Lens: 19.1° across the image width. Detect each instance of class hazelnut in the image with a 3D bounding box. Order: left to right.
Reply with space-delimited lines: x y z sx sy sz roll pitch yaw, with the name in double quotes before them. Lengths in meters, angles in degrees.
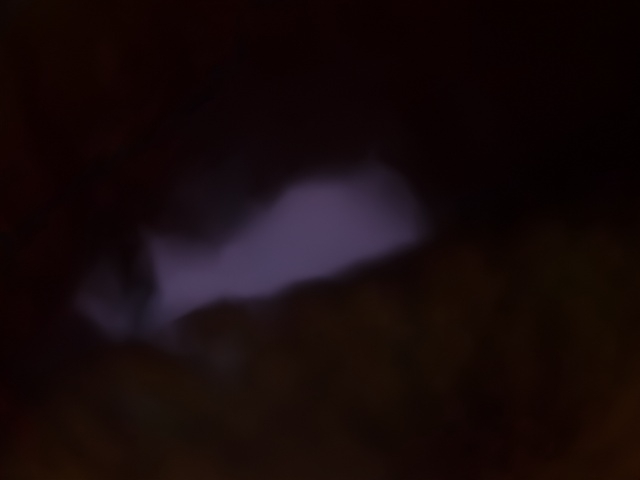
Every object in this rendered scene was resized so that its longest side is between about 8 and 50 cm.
"hazelnut" 0.000 0.000 0.760 0.429 0.402 0.402 -44 80 21
